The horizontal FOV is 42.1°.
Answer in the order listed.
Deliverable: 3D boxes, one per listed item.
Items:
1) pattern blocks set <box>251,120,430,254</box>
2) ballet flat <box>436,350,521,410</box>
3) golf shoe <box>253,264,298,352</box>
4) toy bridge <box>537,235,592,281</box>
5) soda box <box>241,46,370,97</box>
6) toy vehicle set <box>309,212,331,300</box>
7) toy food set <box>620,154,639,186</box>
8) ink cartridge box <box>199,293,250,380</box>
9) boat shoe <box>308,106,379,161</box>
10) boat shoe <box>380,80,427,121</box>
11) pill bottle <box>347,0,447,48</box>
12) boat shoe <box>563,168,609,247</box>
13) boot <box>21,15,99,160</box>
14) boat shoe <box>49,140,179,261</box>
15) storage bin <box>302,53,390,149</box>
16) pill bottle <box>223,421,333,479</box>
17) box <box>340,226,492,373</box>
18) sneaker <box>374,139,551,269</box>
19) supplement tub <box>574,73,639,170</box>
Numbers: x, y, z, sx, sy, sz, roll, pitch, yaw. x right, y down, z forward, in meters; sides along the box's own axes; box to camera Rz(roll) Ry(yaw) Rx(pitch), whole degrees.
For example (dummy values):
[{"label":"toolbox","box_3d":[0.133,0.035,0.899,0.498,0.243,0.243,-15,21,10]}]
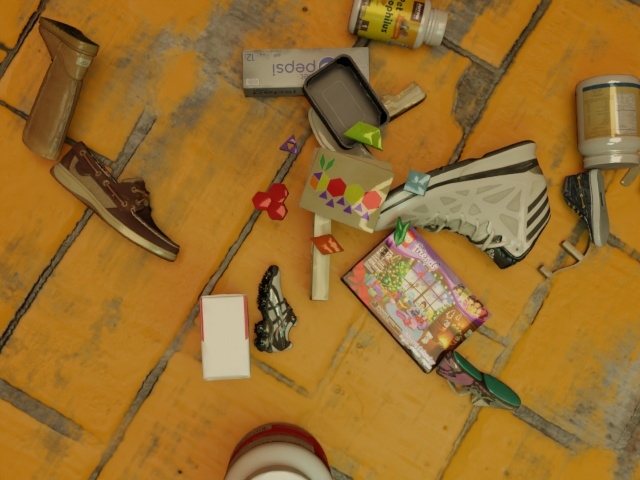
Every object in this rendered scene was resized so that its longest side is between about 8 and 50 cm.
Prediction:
[{"label":"pattern blocks set","box_3d":[0.049,-0.108,1.734,0.325,0.026,0.285,29,90,10]},{"label":"ballet flat","box_3d":[0.348,0.327,1.869,0.221,0.077,0.079,35,116,-18]},{"label":"golf shoe","box_3d":[-0.095,0.154,1.872,0.094,0.077,0.198,6,90,-17]},{"label":"toy bridge","box_3d":[0.584,0.025,1.931,0.063,0.026,0.188,43,84,0]},{"label":"soda box","box_3d":[-0.034,-0.380,1.891,0.286,0.098,0.091,-2,87,-4]},{"label":"toy vehicle set","box_3d":[0.000,0.000,1.833,0.035,0.166,0.266,2,86,-2]},{"label":"toy food set","box_3d":[0.816,-0.127,1.947,0.192,0.038,0.132,35,85,0]},{"label":"ink cartridge box","box_3d":[-0.201,0.201,1.774,0.100,0.237,0.171,-2,86,-6]},{"label":"boat shoe","box_3d":[0.064,-0.205,1.894,0.254,0.079,0.095,44,83,-2]},{"label":"boat shoe","box_3d":[0.162,-0.311,1.918,0.170,0.063,0.059,-30,86,-14]},{"label":"pill bottle","box_3d":[0.176,-0.507,1.900,0.215,0.117,0.117,13,86,-2]},{"label":"boat shoe","box_3d":[0.608,-0.069,1.906,0.083,0.065,0.183,-10,73,37]},{"label":"boot","box_3d":[-0.604,-0.344,1.851,0.089,0.236,0.269,12,109,-41]},{"label":"boat shoe","box_3d":[-0.433,-0.090,1.843,0.342,0.123,0.123,39,86,6]},{"label":"storage bin","box_3d":[0.054,-0.298,1.806,0.122,0.084,0.180,-35,93,-1]},{"label":"pill bottle","box_3d":[-0.085,0.507,1.673,0.229,0.407,0.229,0,86,-3]},{"label":"box","box_3d":[0.215,0.128,1.889,0.201,0.057,0.293,-42,89,-6]},{"label":"sneaker","box_3d":[0.324,-0.041,1.830,0.448,0.169,0.257,-19,88,-16]},{"label":"supplement tub","box_3d":[0.658,-0.267,1.896,0.144,0.144,0.199,-1,87,-3]}]
